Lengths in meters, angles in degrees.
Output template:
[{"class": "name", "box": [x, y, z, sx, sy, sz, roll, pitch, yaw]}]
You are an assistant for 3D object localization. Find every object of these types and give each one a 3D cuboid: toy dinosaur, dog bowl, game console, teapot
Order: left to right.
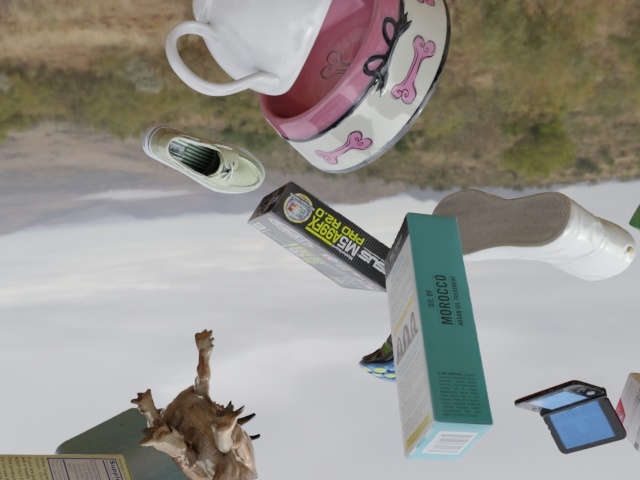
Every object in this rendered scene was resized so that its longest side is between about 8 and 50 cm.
[{"class": "toy dinosaur", "box": [-0.134, 0.256, 0.934, 0.127, 0.200, 0.295, -27, -146, -10]}, {"class": "teapot", "box": [-0.092, -0.328, 1.010, 0.187, 0.252, 0.256, 21, -163, -12]}, {"class": "dog bowl", "box": [0.041, -0.340, 1.407, 0.150, 0.408, 0.408, 24, 165, -35]}, {"class": "game console", "box": [0.435, 0.312, 1.315, 0.124, 0.085, 0.144, 19, 144, -30]}]

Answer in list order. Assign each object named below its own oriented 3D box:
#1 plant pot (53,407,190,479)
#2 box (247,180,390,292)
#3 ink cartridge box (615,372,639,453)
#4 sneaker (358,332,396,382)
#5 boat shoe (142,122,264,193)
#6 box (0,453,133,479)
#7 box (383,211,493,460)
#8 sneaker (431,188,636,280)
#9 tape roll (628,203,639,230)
[{"class": "plant pot", "box": [-0.295, 0.415, 1.162, 0.248, 0.252, 0.247, -22, 151, -46]}, {"class": "box", "box": [0.000, 0.000, 1.216, 0.216, 0.060, 0.270, 34, 171, -10]}, {"class": "ink cartridge box", "box": [0.594, 0.321, 1.324, 0.063, 0.109, 0.150, 7, -159, -14]}, {"class": "sneaker", "box": [0.137, 0.193, 1.304, 0.067, 0.078, 0.188, 31, 141, -18]}, {"class": "boat shoe", "box": [-0.228, -0.156, 1.557, 0.302, 0.109, 0.094, 15, -168, -44]}, {"class": "box", "box": [-0.365, 0.364, 0.871, 0.243, 0.213, 0.117, 15, -154, -40]}, {"class": "box", "box": [0.117, 0.097, 0.790, 0.060, 0.244, 0.100, 5, 144, -10]}, {"class": "sneaker", "box": [0.290, 0.002, 1.047, 0.169, 0.108, 0.292, 21, 174, -27]}, {"class": "tape roll", "box": [0.433, 0.033, 0.643, 0.321, 0.077, 0.321, 26, -168, -6]}]
